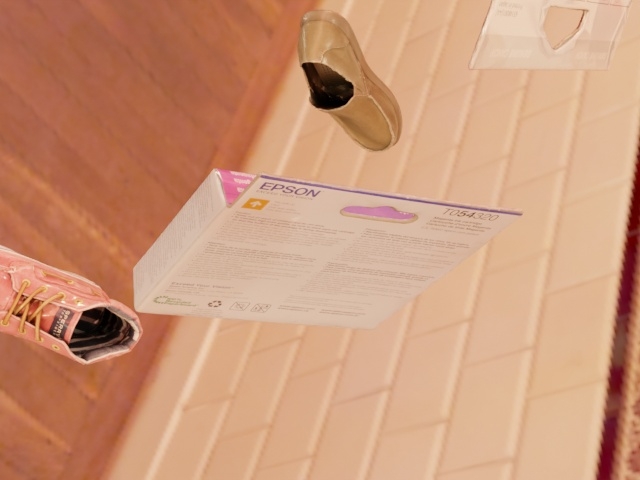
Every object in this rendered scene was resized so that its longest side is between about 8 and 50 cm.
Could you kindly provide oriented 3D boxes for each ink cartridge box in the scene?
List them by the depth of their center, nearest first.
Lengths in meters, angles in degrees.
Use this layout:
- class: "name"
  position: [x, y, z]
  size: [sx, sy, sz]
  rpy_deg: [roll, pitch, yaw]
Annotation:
- class: "ink cartridge box"
  position: [0.198, -0.263, 0.976]
  size: [0.296, 0.066, 0.261]
  rpy_deg: [-12, 127, -58]
- class: "ink cartridge box"
  position: [0.000, 0.000, 1.409]
  size: [0.324, 0.330, 0.072]
  rpy_deg: [7, 59, -29]

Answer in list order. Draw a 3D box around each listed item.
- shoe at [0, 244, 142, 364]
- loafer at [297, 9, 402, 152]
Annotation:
- class: "shoe"
  position: [-0.219, 0.047, 0.967]
  size: [0.178, 0.081, 0.064]
  rpy_deg: [19, 94, -48]
- class: "loafer"
  position: [0.018, -0.116, 1.004]
  size: [0.148, 0.056, 0.050]
  rpy_deg: [53, 51, -41]
